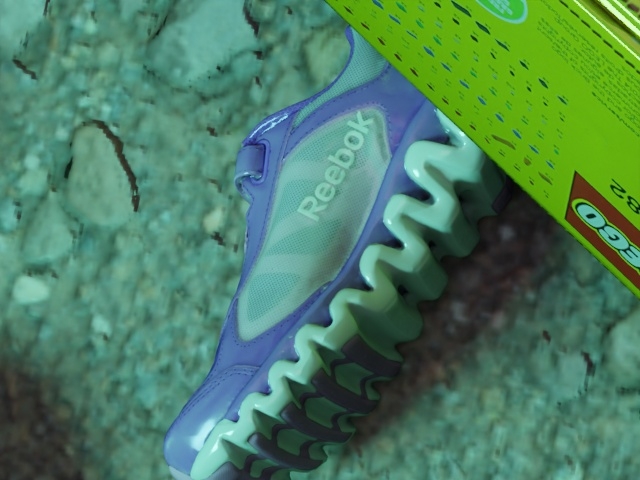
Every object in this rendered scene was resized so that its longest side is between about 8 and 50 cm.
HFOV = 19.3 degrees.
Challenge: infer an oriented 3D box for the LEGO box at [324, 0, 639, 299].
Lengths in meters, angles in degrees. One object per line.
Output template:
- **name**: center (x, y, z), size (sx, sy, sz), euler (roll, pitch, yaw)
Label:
- **LEGO box**: center (0.136, -0.242, 0.716), size (0.372, 0.193, 0.500), euler (-41, 74, -11)

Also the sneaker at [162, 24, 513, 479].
- **sneaker**: center (0.000, 0.000, 0.801), size (0.104, 0.095, 0.236), euler (32, 81, 20)
